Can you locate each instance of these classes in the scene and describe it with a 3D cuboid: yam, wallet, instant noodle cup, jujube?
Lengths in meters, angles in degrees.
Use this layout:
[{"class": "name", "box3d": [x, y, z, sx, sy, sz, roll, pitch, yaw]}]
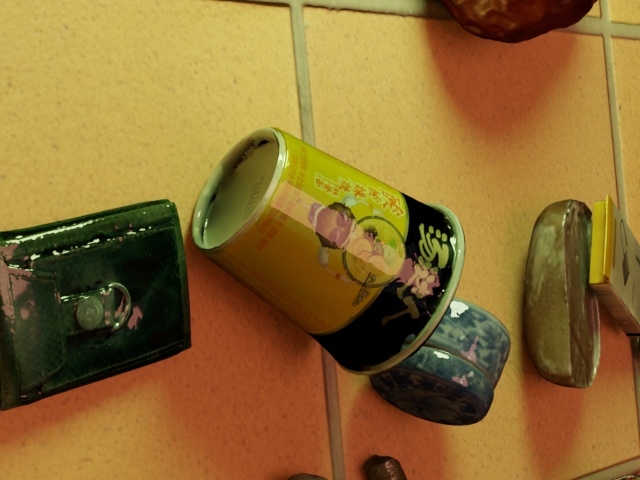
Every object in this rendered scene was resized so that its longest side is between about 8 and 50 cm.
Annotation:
[{"class": "yam", "box3d": [0.084, 0.294, 1.487, 0.043, 0.043, 0.094, -33, 109, -42]}, {"class": "wallet", "box3d": [-0.214, 0.055, 1.202, 0.236, 0.055, 0.160, -15, 103, -46]}, {"class": "instant noodle cup", "box3d": [0.000, 0.000, 1.332, 0.236, 0.215, 0.215, 33, 63, -28]}, {"class": "jujube", "box3d": [0.283, -0.368, 1.662, 0.342, 0.216, 0.216, -26, 105, -56]}]

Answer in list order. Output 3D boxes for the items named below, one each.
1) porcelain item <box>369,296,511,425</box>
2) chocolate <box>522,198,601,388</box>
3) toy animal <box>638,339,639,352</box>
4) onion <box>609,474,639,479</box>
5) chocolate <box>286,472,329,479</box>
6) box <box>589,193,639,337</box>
[{"class": "porcelain item", "box3d": [0.139, 0.143, 1.482, 0.147, 0.147, 0.114, 44, 56, -34]}, {"class": "chocolate", "box3d": [0.318, 0.073, 1.721, 0.157, 0.080, 0.254, 10, 78, -62]}, {"class": "toy animal", "box3d": [0.571, 0.213, 1.944, 0.138, 0.108, 0.236, -49, 120, -37]}, {"class": "onion", "box3d": [0.422, 0.478, 1.737, 0.267, 0.159, 0.348, -22, 109, -33]}, {"class": "chocolate", "box3d": [0.017, 0.300, 1.398, 0.167, 0.072, 0.072, 24, 69, -41]}, {"class": "box", "box3d": [0.423, 0.038, 1.809, 0.247, 0.033, 0.129, 43, 50, -54]}]
